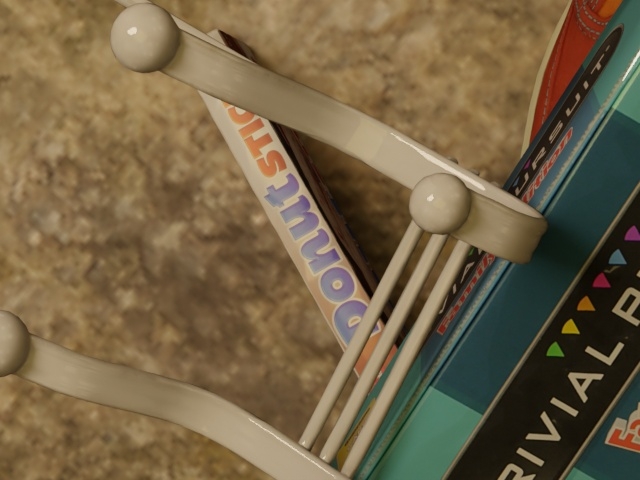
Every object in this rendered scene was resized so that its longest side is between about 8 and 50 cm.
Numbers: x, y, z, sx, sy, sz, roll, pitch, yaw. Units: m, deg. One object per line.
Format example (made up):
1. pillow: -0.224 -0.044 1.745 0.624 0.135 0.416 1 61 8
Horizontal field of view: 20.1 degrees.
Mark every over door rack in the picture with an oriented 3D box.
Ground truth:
1. over door rack: -0.106 0.019 0.635 0.324 0.108 0.239 35 103 36

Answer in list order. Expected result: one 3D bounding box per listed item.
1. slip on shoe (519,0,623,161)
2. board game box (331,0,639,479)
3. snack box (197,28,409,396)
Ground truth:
1. slip on shoe: 0.152 -0.084 0.676 0.123 0.101 0.331 18 95 6
2. board game box: 0.206 0.074 0.627 0.336 0.079 0.254 31 106 -5
3. snack box: 0.000 0.000 0.717 0.022 0.064 0.178 -30 87 7
